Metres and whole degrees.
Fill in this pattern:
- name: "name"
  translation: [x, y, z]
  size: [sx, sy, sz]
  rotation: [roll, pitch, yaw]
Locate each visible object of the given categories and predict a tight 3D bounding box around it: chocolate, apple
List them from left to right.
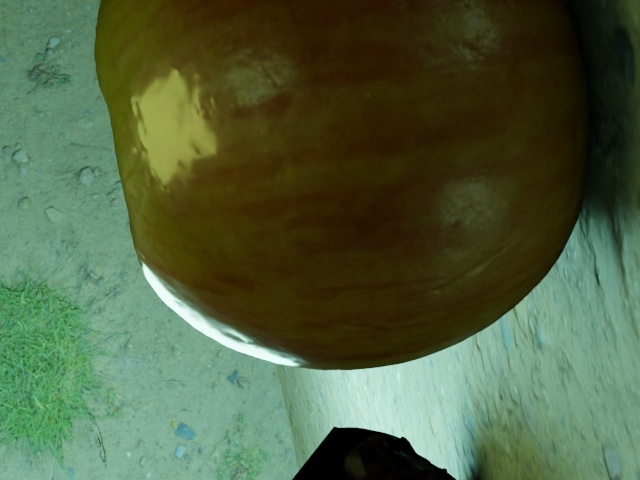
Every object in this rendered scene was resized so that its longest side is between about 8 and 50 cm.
- name: "apple"
  translation: [0.007, -0.070, 0.734]
  size: [0.286, 0.233, 0.286]
  rotation: [168, 90, -84]
- name: "chocolate"
  translation: [0.093, 0.265, 1.090]
  size: [0.177, 0.206, 0.224]
  rotation: [8, 130, 35]
